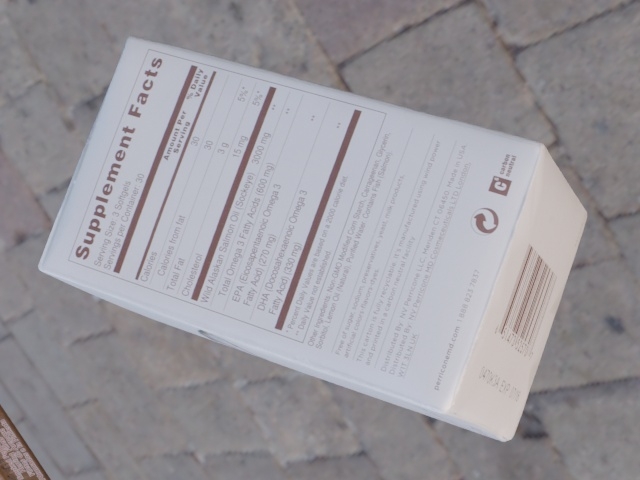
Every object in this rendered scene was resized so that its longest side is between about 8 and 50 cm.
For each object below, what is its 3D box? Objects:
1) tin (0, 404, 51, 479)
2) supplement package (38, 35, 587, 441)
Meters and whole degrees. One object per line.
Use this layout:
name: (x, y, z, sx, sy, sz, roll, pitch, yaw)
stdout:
tin: (-0.230, 0.178, 0.971, 0.190, 0.040, 0.106, 51, 143, 22)
supplement package: (0.000, 0.000, 0.550, 0.179, 0.105, 0.105, 18, 174, 24)
